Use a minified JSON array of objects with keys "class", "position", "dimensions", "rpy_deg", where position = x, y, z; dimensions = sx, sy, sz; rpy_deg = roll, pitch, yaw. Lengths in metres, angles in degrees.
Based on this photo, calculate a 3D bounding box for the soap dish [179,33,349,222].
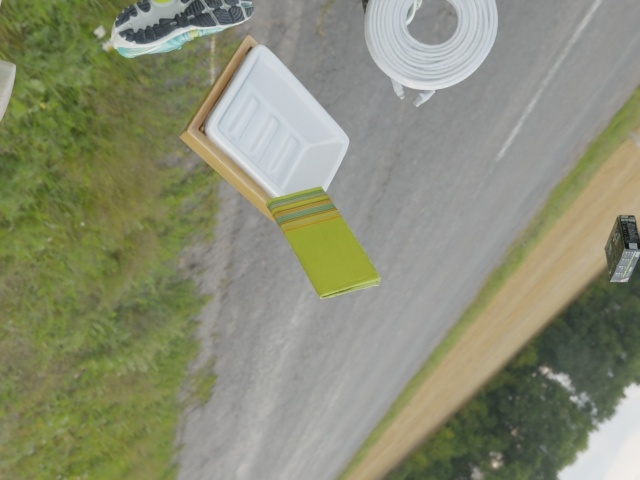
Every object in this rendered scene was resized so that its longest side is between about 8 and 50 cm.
[{"class":"soap dish","position":[-0.098,-0.185,1.405],"dimensions":[0.118,0.291,0.229],"rpy_deg":[-5,-129,48]}]

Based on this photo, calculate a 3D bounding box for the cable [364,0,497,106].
[{"class":"cable","position":[0.211,-0.422,1.506],"dimensions":[0.257,0.257,0.089],"rpy_deg":[-32,-177,12]}]

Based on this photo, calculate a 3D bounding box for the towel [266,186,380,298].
[{"class":"towel","position":[0.000,0.000,1.223],"dimensions":[0.102,0.237,0.021],"rpy_deg":[-16,135,-16]}]

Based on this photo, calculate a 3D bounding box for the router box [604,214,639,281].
[{"class":"router box","position":[0.640,0.018,1.655],"dimensions":[0.122,0.038,0.092],"rpy_deg":[85,7,-54]}]

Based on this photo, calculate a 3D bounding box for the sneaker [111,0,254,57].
[{"class":"sneaker","position":[-0.257,-0.410,1.446],"dimensions":[0.275,0.107,0.110],"rpy_deg":[-21,175,-20]}]

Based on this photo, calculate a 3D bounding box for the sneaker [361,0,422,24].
[{"class":"sneaker","position":[0.198,-0.695,1.792],"dimensions":[0.182,0.158,0.410],"rpy_deg":[-37,143,-49]}]

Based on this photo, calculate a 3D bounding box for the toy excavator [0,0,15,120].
[{"class":"toy excavator","position":[-0.486,-0.444,1.164],"dimensions":[0.433,0.222,0.445],"rpy_deg":[141,-38,-67]}]
